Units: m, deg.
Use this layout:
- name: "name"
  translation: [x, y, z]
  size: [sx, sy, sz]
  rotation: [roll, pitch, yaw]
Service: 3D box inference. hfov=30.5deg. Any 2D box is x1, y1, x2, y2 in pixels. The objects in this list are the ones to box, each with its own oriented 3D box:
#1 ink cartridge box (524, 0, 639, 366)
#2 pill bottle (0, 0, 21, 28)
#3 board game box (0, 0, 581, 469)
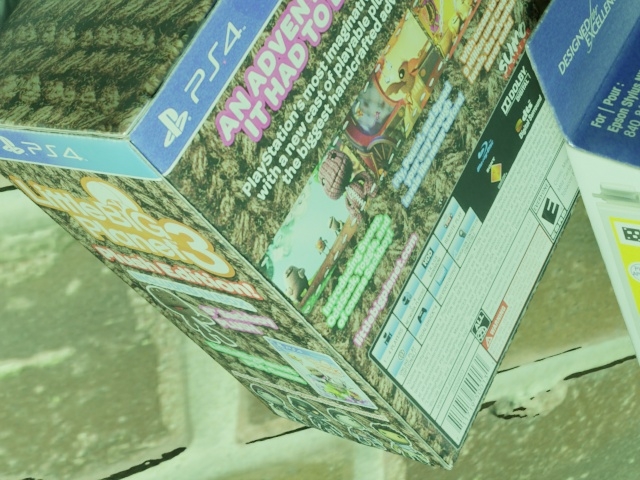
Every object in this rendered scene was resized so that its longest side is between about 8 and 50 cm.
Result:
- name: "ink cartridge box"
  translation: [0.255, -0.100, 0.746]
  size: [0.303, 0.072, 0.307]
  rotation: [-56, 139, -28]
- name: "pill bottle"
  translation: [-0.197, -0.098, 0.580]
  size: [0.137, 0.078, 0.078]
  rotation: [-7, 123, -26]
- name: "board game box"
  translation: [0.000, -0.059, 0.614]
  size: [0.291, 0.141, 0.232]
  rotation: [49, 61, -40]
